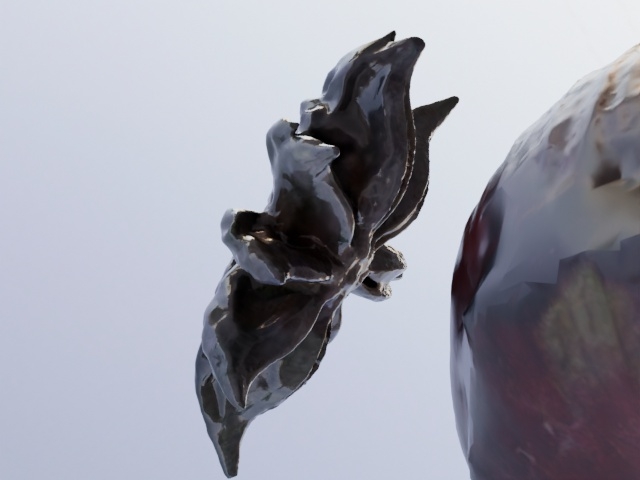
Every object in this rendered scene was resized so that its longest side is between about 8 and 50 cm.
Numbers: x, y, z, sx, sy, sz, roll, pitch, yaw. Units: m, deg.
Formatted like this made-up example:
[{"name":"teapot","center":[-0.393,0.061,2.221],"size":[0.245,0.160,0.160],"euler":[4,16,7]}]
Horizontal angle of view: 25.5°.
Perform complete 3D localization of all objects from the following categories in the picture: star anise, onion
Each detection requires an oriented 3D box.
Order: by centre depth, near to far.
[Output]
[{"name":"onion","center":[0.151,0.050,0.462],"size":[0.246,0.246,0.190],"euler":[52,-130,-6]},{"name":"star anise","center":[0.000,0.000,0.629],"size":[0.061,0.204,0.181],"euler":[30,-146,22]}]
